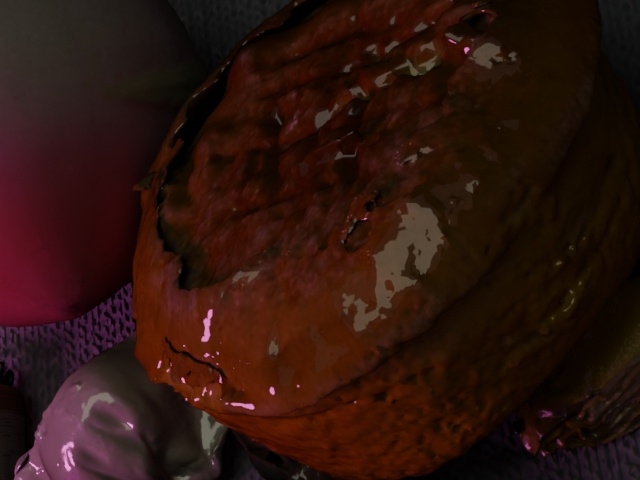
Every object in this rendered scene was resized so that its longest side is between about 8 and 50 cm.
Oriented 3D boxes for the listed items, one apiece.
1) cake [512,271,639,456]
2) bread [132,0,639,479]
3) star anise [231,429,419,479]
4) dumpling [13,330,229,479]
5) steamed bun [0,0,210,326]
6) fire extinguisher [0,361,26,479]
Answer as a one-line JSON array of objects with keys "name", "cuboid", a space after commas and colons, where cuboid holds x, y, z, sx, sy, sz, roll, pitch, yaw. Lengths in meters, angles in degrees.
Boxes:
[{"name": "cake", "cuboid": [0.193, 0.053, 1.225, 0.185, 0.080, 0.116, -50, 40, 19]}, {"name": "bread", "cuboid": [0.046, -0.026, 1.223, 0.337, 0.204, 0.358, 19, 72, 50]}, {"name": "star anise", "cuboid": [0.004, 0.164, 1.300, 0.182, 0.065, 0.195, 6, 74, 39]}, {"name": "dumpling", "cuboid": [-0.133, 0.143, 1.376, 0.127, 0.108, 0.188, 40, 93, 16]}, {"name": "steamed bun", "cuboid": [-0.211, -0.058, 1.382, 0.309, 0.309, 0.309, -12, 65, 29]}, {"name": "fire extinguisher", "cuboid": [-0.248, 0.165, 1.473, 0.062, 0.050, 0.177, 129, 141, -57]}]
